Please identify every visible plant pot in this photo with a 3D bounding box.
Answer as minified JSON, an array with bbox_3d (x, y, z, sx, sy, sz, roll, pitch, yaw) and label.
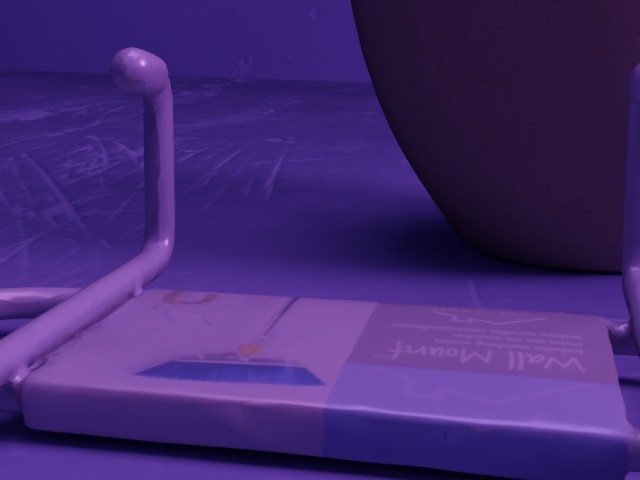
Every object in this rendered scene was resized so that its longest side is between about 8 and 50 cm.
[{"bbox_3d":[0.150,-0.089,0.615,0.284,0.191,0.284,2,12,0],"label":"plant pot"}]

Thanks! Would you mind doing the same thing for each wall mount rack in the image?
[{"bbox_3d":[0.000,0.000,0.305,0.350,0.130,0.304,3,11,10],"label":"wall mount rack"}]
